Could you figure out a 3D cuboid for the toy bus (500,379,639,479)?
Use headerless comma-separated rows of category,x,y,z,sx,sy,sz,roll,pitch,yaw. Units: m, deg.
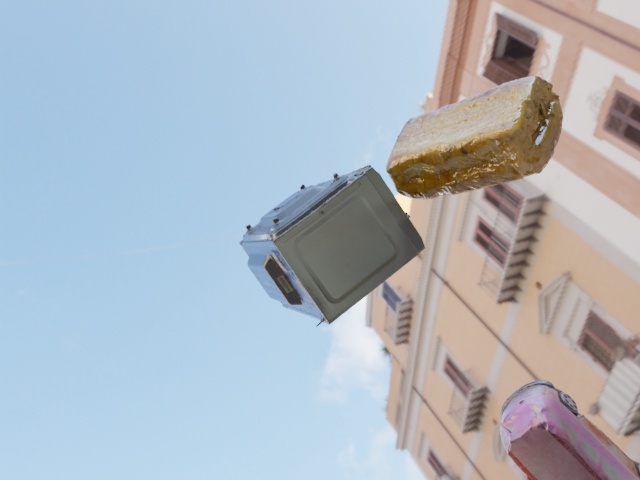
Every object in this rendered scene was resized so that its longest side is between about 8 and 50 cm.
toy bus,0.441,0.386,1.115,0.127,0.303,0.147,-48,-5,27

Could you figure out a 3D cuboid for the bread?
bread,0.175,-0.113,0.769,0.083,0.211,0.114,41,-119,-30

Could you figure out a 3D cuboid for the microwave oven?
microwave oven,0.000,0.000,0.797,0.163,0.205,0.129,-36,-81,-16
